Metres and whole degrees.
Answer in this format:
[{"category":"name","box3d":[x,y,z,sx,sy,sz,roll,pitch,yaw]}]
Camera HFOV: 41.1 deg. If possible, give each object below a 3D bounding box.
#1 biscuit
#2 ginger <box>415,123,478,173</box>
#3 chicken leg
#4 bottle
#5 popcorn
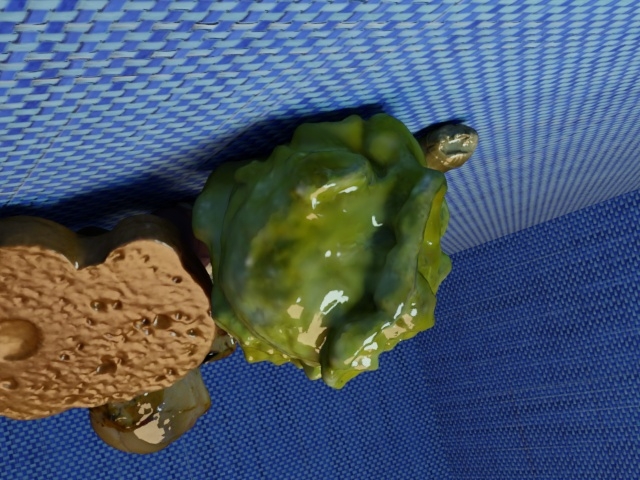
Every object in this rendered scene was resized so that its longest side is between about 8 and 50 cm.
[{"category":"biscuit","box3d":[-0.356,0.105,1.068,0.454,0.078,0.350,-1,131,-12]},{"category":"ginger","box3d":[0.066,-0.083,1.192,0.147,0.081,0.333,-29,-175,-40]},{"category":"chicken leg","box3d":[-0.249,0.128,1.286,0.295,0.410,0.182,-29,-141,-20]},{"category":"bottle","box3d":[-0.164,0.003,1.214,0.120,0.121,0.253,-17,172,19]},{"category":"popcorn","box3d":[0.017,0.005,0.994,0.312,0.312,0.312,-14,173,-2]}]
